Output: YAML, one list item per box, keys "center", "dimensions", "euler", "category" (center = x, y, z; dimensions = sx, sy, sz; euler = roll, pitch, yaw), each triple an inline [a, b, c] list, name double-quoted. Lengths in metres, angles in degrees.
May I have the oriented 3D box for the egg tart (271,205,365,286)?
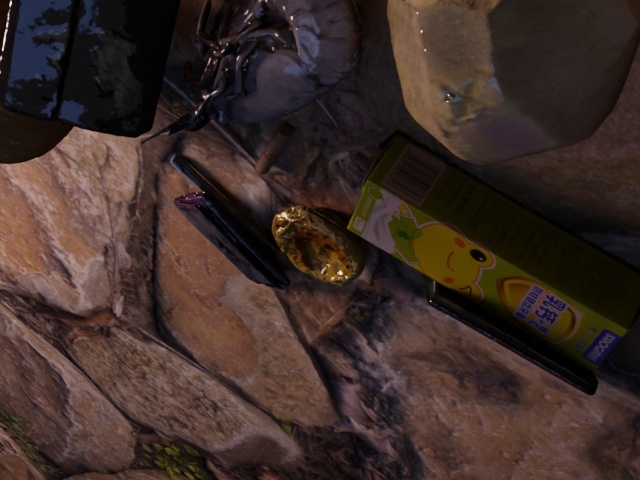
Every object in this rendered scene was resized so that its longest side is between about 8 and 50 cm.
- center: [0.000, 0.000, 1.625]
  dimensions: [0.130, 0.052, 0.130]
  euler: [23, 147, 16]
  category: "egg tart"

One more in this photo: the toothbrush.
- center: [-0.109, -0.033, 1.716]
  dimensions: [0.219, 0.016, 0.019]
  euler: [43, 156, -16]
  category: "toothbrush"

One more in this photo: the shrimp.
- center: [-0.082, -0.182, 1.398]
  dimensions: [0.145, 0.116, 0.343]
  euler: [45, 140, -15]
  category: "shrimp"

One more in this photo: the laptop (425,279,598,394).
- center: [0.213, 0.104, 1.510]
  dimensions: [0.207, 0.026, 0.154]
  euler: [29, -175, 2]
  category: "laptop"

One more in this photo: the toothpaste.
- center: [0.188, 0.014, 1.448]
  dimensions: [0.327, 0.077, 0.110]
  euler: [31, 148, 6]
  category: "toothpaste"

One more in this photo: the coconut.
- center: [0.166, -0.171, 1.091]
  dimensions: [0.236, 0.237, 0.197]
  euler: [-5, 136, 46]
  category: "coconut"

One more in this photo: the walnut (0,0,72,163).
- center: [-0.364, -0.204, 1.535]
  dimensions: [0.228, 0.228, 0.228]
  euler: [24, 147, 17]
  category: "walnut"

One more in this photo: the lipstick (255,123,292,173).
- center: [-0.055, -0.106, 1.564]
  dimensions: [0.019, 0.019, 0.094]
  euler: [35, 148, -1]
  category: "lipstick"

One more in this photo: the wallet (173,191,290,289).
- center: [-0.115, -0.001, 1.732]
  dimensions: [0.166, 0.030, 0.111]
  euler: [46, 168, -18]
  category: "wallet"

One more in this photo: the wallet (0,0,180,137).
- center: [-0.224, -0.246, 1.350]
  dimensions: [0.170, 0.044, 0.321]
  euler: [8, 127, -15]
  category: "wallet"
